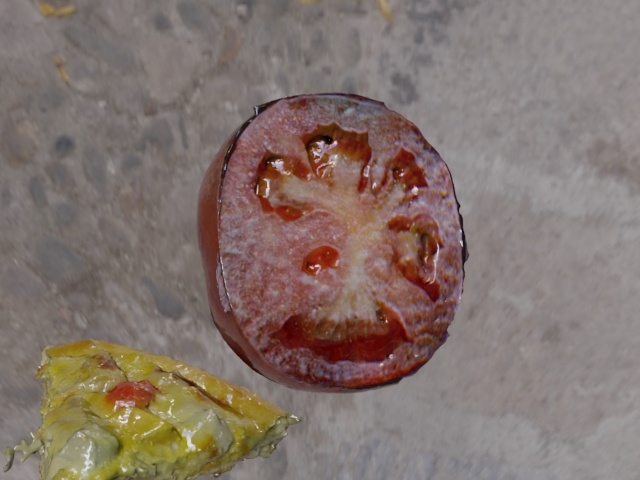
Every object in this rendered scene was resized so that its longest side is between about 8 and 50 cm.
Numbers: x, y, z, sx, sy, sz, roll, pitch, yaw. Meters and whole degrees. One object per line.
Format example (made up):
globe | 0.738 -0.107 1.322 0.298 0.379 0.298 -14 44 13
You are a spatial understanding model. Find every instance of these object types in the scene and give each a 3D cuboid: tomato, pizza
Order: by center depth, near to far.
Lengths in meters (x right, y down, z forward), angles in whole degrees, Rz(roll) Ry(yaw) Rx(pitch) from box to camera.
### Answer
tomato | 0.000 0.002 1.040 0.225 0.085 0.225 4 82 -30
pizza | -0.170 0.172 1.311 0.280 0.288 0.075 13 107 8
